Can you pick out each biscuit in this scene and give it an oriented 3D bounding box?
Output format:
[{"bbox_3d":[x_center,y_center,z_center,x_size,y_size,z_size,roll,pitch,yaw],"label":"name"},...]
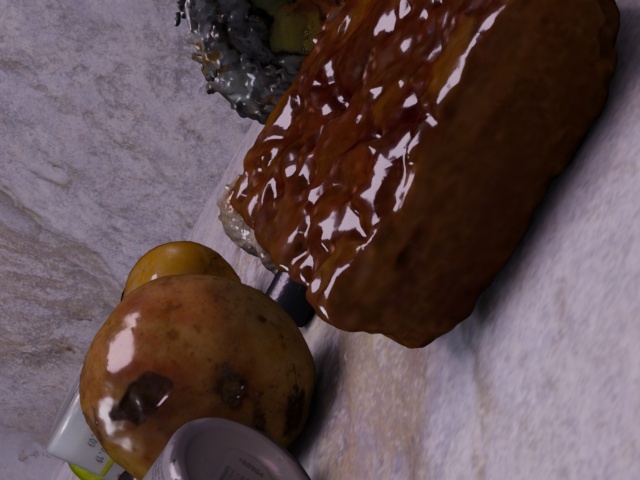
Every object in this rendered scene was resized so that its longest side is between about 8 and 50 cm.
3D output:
[{"bbox_3d":[0.094,-0.120,1.028,0.395,0.166,0.342,-58,25,9],"label":"biscuit"}]

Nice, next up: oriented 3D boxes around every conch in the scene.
[{"bbox_3d":[-0.056,-0.035,1.667,0.245,0.163,0.178,58,142,42],"label":"conch"}]

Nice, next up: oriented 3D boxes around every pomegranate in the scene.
[{"bbox_3d":[-0.144,0.168,1.298,0.281,0.281,0.281,-58,13,21],"label":"pomegranate"}]

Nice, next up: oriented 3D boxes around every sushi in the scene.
[{"bbox_3d":[-0.045,-0.363,1.745,0.176,0.417,0.417,-45,21,60],"label":"sushi"}]

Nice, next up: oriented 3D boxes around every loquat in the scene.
[{"bbox_3d":[-0.245,0.120,1.925,0.235,0.235,0.235,-58,13,21],"label":"loquat"}]

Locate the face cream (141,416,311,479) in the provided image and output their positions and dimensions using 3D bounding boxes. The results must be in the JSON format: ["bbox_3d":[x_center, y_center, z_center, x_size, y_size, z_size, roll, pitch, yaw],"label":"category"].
[{"bbox_3d":[-0.107,0.289,1.092,0.153,0.177,0.177,-57,13,24],"label":"face cream"}]

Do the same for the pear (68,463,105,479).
[{"bbox_3d":[-0.470,0.434,2.332,0.187,0.187,0.219,-76,5,-47],"label":"pear"}]

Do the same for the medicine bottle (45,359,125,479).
[{"bbox_3d":[-0.296,0.285,1.768,0.238,0.232,0.238,-57,14,23],"label":"medicine bottle"}]

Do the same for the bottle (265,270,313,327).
[{"bbox_3d":[0.000,0.000,1.502,0.244,0.082,0.072,-60,10,11],"label":"bottle"}]

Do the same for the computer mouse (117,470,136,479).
[{"bbox_3d":[-0.225,0.368,1.514,0.269,0.137,0.086,129,154,-48],"label":"computer mouse"}]
